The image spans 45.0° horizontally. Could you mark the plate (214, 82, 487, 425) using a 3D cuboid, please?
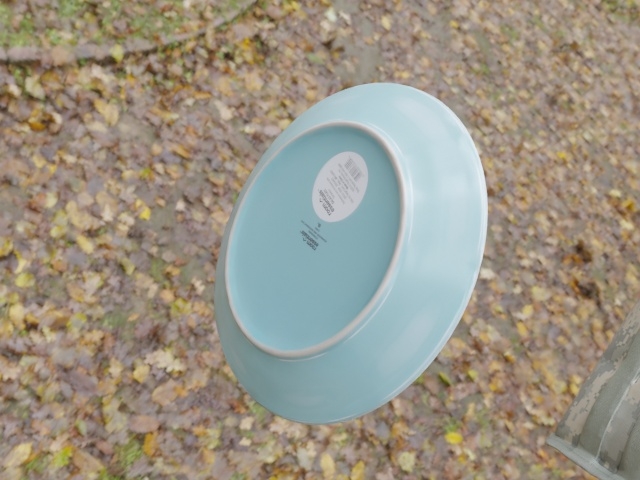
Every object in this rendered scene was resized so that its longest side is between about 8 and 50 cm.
[{"bbox_3d":[0.000,0.000,0.405,0.024,0.188,0.188,23,45,-42],"label":"plate"}]

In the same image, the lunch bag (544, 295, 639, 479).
[{"bbox_3d":[0.335,0.133,0.556,0.169,0.287,0.235,33,89,-14],"label":"lunch bag"}]
